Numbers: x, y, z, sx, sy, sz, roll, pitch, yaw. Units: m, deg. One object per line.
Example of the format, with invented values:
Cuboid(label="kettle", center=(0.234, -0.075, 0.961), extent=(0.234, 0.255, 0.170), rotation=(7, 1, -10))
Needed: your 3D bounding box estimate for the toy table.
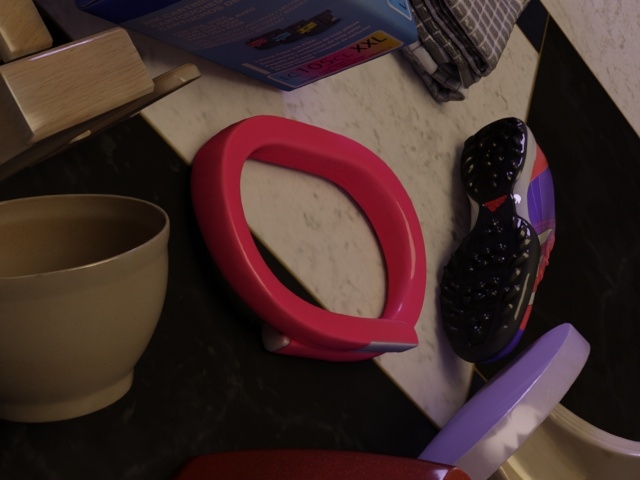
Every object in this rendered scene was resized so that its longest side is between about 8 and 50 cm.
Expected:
Cuboid(label="toy table", center=(0.195, 0.202, 1.122), extent=(0.161, 0.252, 0.274), rotation=(49, 47, 3))

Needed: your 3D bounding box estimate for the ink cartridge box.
Cuboid(label="ink cartridge box", center=(-0.090, -0.294, 1.032), extent=(0.395, 0.151, 0.269), rotation=(9, 62, -62))

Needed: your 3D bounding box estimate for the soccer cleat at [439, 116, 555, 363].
Cuboid(label="soccer cleat", center=(0.199, 0.011, 1.341), extent=(0.116, 0.109, 0.318), rotation=(47, 36, -32))

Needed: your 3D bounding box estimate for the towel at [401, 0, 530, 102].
Cuboid(label="towel", center=(0.123, -0.322, 1.419), extent=(0.283, 0.121, 0.235), rotation=(51, 38, -21))

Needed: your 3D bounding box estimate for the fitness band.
Cuboid(label="fitness band", center=(0.000, 0.000, 1.131), extent=(0.291, 0.054, 0.209), rotation=(12, 58, -51))

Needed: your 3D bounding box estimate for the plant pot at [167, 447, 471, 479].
Cuboid(label="plant pot", center=(0.006, 0.282, 0.806), extent=(0.267, 0.236, 0.267), rotation=(60, 35, -10))

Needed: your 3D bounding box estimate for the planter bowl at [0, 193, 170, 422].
Cuboid(label="planter bowl", center=(-0.169, 0.045, 0.803), extent=(0.162, 0.162, 0.109), rotation=(-34, 124, -55))

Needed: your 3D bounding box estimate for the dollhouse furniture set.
Cuboid(label="dollhouse furniture set", center=(-0.263, -0.205, 0.791), extent=(0.303, 0.174, 0.355), rotation=(-35, 99, -55))
